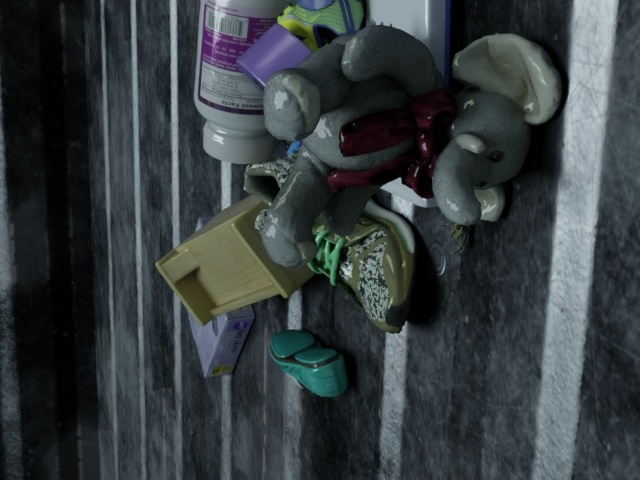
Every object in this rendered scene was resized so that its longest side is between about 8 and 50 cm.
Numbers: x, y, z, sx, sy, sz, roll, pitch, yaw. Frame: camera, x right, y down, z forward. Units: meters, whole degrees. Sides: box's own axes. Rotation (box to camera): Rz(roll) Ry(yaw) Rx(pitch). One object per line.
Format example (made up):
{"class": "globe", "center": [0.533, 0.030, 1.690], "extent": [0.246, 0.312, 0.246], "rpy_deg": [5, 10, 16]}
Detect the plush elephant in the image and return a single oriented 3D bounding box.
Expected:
{"class": "plush elephant", "center": [0.109, -0.108, 1.223], "extent": [0.330, 0.255, 0.272], "rpy_deg": [-55, -20, -42]}

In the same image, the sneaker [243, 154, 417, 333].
{"class": "sneaker", "center": [0.000, 0.000, 1.598], "extent": [0.410, 0.182, 0.158], "rpy_deg": [-125, 36, -50]}

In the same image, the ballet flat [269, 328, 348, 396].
{"class": "ballet flat", "center": [-0.021, 0.210, 1.848], "extent": [0.247, 0.083, 0.087], "rpy_deg": [16, 124, 69]}

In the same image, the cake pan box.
{"class": "cake pan box", "center": [-0.223, 0.116, 2.343], "extent": [0.246, 0.070, 0.267], "rpy_deg": [115, 143, -49]}

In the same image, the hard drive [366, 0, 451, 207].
{"class": "hard drive", "center": [0.110, -0.219, 1.447], "extent": [0.210, 0.040, 0.319], "rpy_deg": [-146, 53, -68]}

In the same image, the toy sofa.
{"class": "toy sofa", "center": [-0.118, 0.018, 1.906], "extent": [0.150, 0.177, 0.362], "rpy_deg": [54, 149, -8]}

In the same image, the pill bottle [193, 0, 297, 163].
{"class": "pill bottle", "center": [-0.124, -0.288, 1.862], "extent": [0.169, 0.169, 0.302], "rpy_deg": [-126, 37, -52]}

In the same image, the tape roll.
{"class": "tape roll", "center": [-0.027, -0.212, 1.584], "extent": [0.189, 0.080, 0.189], "rpy_deg": [46, 179, 1]}

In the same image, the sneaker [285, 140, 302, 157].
{"class": "sneaker", "center": [-0.021, -0.187, 1.761], "extent": [0.188, 0.067, 0.078], "rpy_deg": [143, 113, -68]}

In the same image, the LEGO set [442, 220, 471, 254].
{"class": "LEGO set", "center": [0.175, -0.024, 1.379], "extent": [0.054, 0.023, 0.083], "rpy_deg": [44, 122, 55]}

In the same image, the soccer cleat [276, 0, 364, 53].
{"class": "soccer cleat", "center": [-0.001, -0.295, 1.614], "extent": [0.289, 0.093, 0.121], "rpy_deg": [137, 115, -77]}
